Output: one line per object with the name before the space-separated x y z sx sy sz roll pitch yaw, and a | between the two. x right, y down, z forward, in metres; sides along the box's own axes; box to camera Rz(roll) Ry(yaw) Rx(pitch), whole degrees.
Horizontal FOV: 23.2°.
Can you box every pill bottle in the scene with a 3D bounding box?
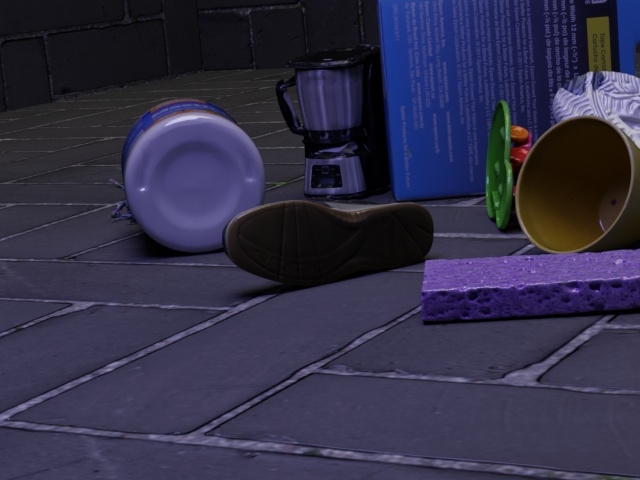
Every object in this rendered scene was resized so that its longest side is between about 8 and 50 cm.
pill bottle | -0.148 -0.082 1.762 0.152 0.152 0.272 -6 11 -7

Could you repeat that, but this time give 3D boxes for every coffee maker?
coffee maker | 0.039 -0.149 1.963 0.171 0.178 0.120 -17 18 -40

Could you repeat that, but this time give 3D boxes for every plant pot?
plant pot | 0.265 -0.041 1.472 0.095 0.134 0.134 19 -8 -42

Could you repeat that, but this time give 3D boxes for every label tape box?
label tape box | 0.249 -0.190 1.886 0.348 0.249 0.115 -5 11 -1

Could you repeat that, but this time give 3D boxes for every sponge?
sponge | 0.188 0.036 1.302 0.210 0.031 0.117 -3 11 8

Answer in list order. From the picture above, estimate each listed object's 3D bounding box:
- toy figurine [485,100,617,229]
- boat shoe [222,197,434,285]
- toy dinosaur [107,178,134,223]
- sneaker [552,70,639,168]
toy figurine | 0.267 -0.070 1.676 0.159 0.130 0.173 4 32 -2
boat shoe | 0.000 -0.001 1.483 0.224 0.080 0.073 -5 4 -30
toy dinosaur | -0.229 -0.035 1.917 0.090 0.047 0.082 27 -3 -8
sneaker | 0.349 -0.080 1.570 0.235 0.094 0.153 16 -20 24
